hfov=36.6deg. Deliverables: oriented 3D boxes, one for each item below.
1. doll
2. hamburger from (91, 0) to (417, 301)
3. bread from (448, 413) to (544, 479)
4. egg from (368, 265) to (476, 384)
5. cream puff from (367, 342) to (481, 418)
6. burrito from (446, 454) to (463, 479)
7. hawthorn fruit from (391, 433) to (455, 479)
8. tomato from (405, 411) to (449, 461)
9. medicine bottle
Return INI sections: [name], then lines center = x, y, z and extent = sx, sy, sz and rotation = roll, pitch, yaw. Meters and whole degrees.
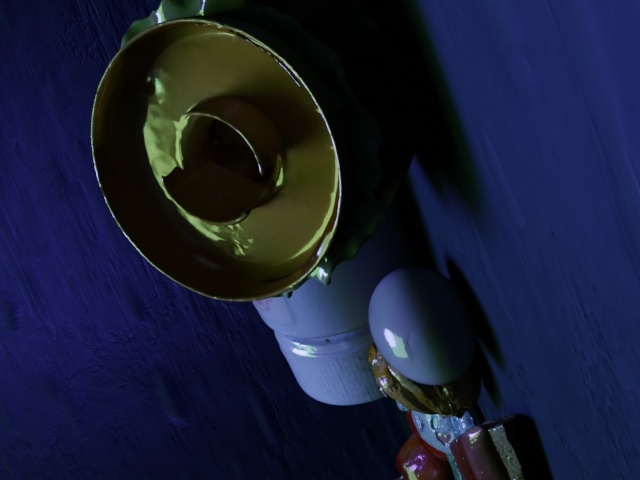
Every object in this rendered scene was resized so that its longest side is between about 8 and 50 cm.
[doll]
center = 0.163, 0.231, 1.297
extent = 0.214, 0.072, 0.103
rotation = -143, 44, -61
[hamburger]
center = -0.046, -0.096, 0.850
extent = 0.212, 0.274, 0.274
rotation = -45, -64, -56
[bread]
center = 0.187, 0.237, 0.984
extent = 0.192, 0.067, 0.119
rotation = 67, 170, -24
[egg]
center = 0.103, 0.085, 0.977
extent = 0.103, 0.103, 0.135
rotation = 70, 174, -45
[cream puff]
center = 0.121, 0.139, 1.071
extent = 0.133, 0.104, 0.119
rotation = 34, -179, 9
[burrito]
center = 0.202, 0.302, 1.439
extent = 0.104, 0.054, 0.288
rotation = -117, 3, -80
[hawthorn fruit]
center = 0.194, 0.398, 1.711
extent = 0.125, 0.140, 0.125
rotation = 35, -165, -11
[tomato]
center = 0.183, 0.303, 1.603
extent = 0.155, 0.069, 0.155
rotation = 156, 90, -87
[medicine bottle]
center = 0.000, 0.000, 1.151
extent = 0.211, 0.211, 0.371
rotation = -117, 5, -59
